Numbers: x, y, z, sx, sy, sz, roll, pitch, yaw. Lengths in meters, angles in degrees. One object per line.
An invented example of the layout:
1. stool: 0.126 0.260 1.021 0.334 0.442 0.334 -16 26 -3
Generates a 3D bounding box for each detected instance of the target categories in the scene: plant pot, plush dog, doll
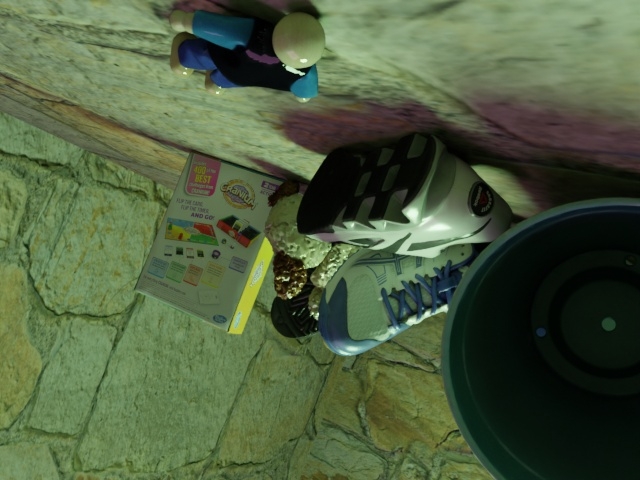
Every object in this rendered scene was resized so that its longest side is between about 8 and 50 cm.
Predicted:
1. plant pot: 0.280 0.098 0.569 0.272 0.271 0.255 20 -170 23
2. plush dog: 0.000 0.000 1.078 0.225 0.262 0.211 13 148 -36
3. doll: -0.062 -0.148 0.464 0.129 0.046 0.189 24 175 -37

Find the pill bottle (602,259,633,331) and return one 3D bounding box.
1. pill bottle: 0.398 0.099 0.787 0.117 0.117 0.215 18 174 41

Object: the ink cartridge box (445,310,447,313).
1. ink cartridge box: 0.368 0.143 1.275 0.206 0.045 0.208 32 152 -7

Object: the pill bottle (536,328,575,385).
1. pill bottle: 0.278 0.136 0.848 0.152 0.152 0.272 23 -143 -20

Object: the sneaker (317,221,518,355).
1. sneaker: 0.131 0.042 0.710 0.131 0.296 0.112 3 121 59

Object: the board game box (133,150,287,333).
1. board game box: -0.213 0.000 1.190 0.242 0.316 0.064 20 176 21

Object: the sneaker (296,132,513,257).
1. sneaker: 0.080 -0.032 0.680 0.146 0.122 0.330 26 175 -24

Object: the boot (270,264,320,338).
1. boot: 0.079 0.117 1.319 0.131 0.348 0.260 60 -171 22
